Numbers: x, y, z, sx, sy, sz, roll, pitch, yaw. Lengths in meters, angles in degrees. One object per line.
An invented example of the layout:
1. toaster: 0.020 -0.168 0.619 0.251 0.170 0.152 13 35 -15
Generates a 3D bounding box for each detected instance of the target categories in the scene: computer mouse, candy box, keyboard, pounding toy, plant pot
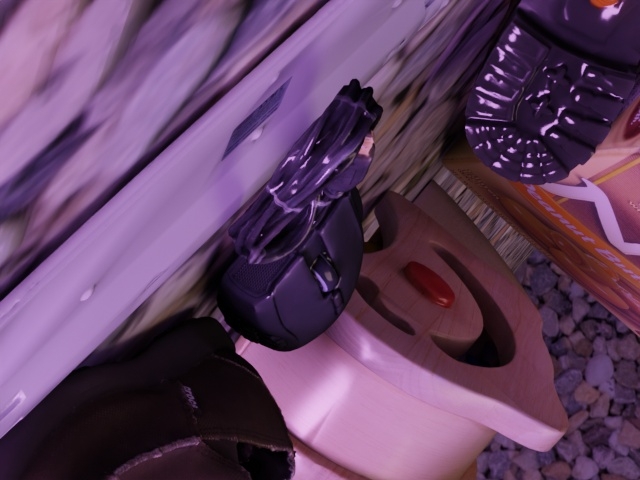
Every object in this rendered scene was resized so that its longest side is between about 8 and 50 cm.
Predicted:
1. computer mouse: 0.000 0.000 0.584 0.071 0.041 0.242 -47 176 -10
2. candy box: 0.194 -0.015 0.858 0.087 0.183 0.316 -51 -170 -6
3. keyboard: -0.022 -0.032 0.494 0.256 0.014 0.072 -46 166 -34
4. pounding toy: 0.010 0.086 0.793 0.155 0.154 0.269 -54 -169 18
5. plant pot: 0.073 0.042 1.064 0.109 0.096 0.109 -51 172 -7

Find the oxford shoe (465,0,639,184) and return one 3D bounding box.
1. oxford shoe: 0.138 -0.137 0.735 0.227 0.082 0.096 -52 -172 27

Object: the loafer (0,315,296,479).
1. loafer: -0.059 0.085 0.563 0.080 0.078 0.220 -55 172 24
